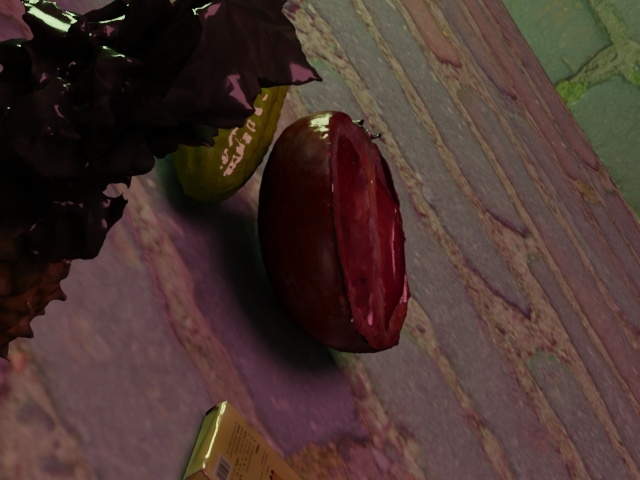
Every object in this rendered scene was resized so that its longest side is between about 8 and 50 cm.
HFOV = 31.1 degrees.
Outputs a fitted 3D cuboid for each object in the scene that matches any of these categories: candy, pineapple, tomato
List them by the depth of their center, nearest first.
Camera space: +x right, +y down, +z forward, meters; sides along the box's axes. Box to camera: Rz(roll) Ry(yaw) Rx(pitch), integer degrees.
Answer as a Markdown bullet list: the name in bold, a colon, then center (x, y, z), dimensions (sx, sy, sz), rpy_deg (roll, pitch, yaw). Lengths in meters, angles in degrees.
- **pineapple**: center (-0.119, -0.033, 0.485), dimensions (0.128, 0.248, 0.128), rpy_deg (42, 30, -31)
- **tomato**: center (0.000, 0.000, 0.860), dimensions (0.189, 0.099, 0.173), rpy_deg (34, 52, -64)
- **candy**: center (-0.073, -0.104, 0.881), dimensions (0.097, 0.096, 0.209), rpy_deg (42, 32, -30)

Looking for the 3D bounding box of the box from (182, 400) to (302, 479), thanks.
- **box**: center (-0.023, 0.170, 0.698), dimensions (0.149, 0.020, 0.073), rpy_deg (49, 22, -16)
